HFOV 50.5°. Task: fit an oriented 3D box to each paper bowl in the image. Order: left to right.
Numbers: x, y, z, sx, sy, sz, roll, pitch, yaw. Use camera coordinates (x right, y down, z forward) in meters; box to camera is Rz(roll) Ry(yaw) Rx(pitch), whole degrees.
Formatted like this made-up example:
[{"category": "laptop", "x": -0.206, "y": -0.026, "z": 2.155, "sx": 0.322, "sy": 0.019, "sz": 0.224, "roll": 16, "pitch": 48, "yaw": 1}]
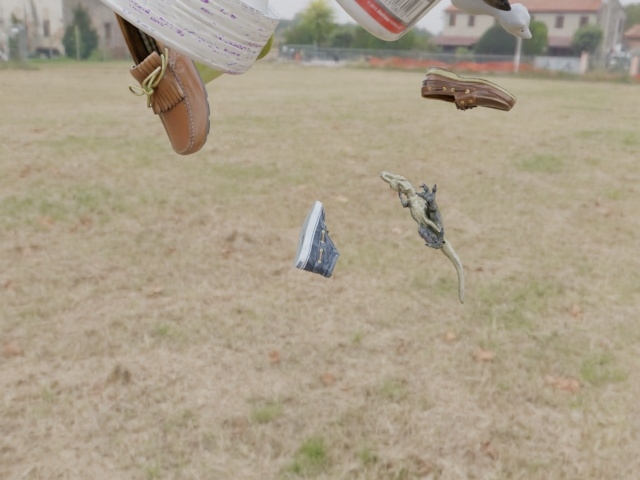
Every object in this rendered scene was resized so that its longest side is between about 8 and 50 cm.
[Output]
[{"category": "paper bowl", "x": -0.174, "y": -0.349, "z": 0.851, "sx": 0.284, "sy": 0.148, "sz": 0.284, "roll": 32, "pitch": 20, "yaw": -13}]

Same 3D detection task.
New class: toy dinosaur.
[{"category": "toy dinosaur", "x": 0.184, "y": -0.025, "z": 1.135, "sx": 0.064, "sy": 0.268, "sz": 0.118, "roll": -27, "pitch": -16, "yaw": 1}]

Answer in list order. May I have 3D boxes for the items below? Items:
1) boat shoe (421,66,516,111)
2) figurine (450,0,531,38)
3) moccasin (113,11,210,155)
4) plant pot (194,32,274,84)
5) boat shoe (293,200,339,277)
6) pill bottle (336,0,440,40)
[{"category": "boat shoe", "x": 0.271, "y": -0.268, "z": 1.260, "sx": 0.178, "sy": 0.060, "sz": 0.064, "roll": 21, "pitch": -7, "yaw": 19}, {"category": "figurine", "x": 0.340, "y": -0.510, "z": 1.406, "sx": 0.215, "sy": 0.092, "sz": 0.209, "roll": 19, "pitch": 25, "yaw": -53}, {"category": "moccasin", "x": -0.335, "y": -0.357, "z": 1.393, "sx": 0.139, "sy": 0.379, "sz": 0.147, "roll": -3, "pitch": 16, "yaw": 42}, {"category": "plant pot", "x": -0.296, "y": -0.486, "z": 1.625, "sx": 0.276, "sy": 0.276, "sz": 0.254, "roll": 16, "pitch": 54, "yaw": 41}, {"category": "boat shoe", "x": 0.000, "y": 0.000, "z": 1.460, "sx": 0.083, "sy": 0.065, "sz": 0.183, "roll": 24, "pitch": 50, "yaw": -12}, {"category": "pill bottle", "x": 0.166, "y": -0.472, "z": 0.938, "sx": 0.363, "sy": 0.210, "sz": 0.210, "roll": -38, "pitch": -3, "yaw": 27}]
